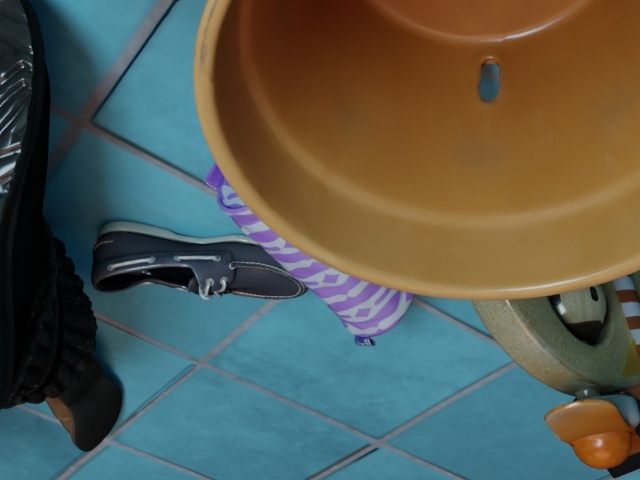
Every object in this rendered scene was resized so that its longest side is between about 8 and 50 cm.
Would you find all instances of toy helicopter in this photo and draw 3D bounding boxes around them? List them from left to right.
[{"bbox_3d":[0.243,0.096,0.714,0.355,0.235,0.140,36,132,-21],"label":"toy helicopter"}]

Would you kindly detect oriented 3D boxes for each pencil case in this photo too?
[{"bbox_3d":[0.000,0.000,0.784,0.088,0.086,0.206,7,148,47],"label":"pencil case"}]

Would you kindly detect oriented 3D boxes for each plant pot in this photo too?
[{"bbox_3d":[0.090,-0.134,0.515,0.290,0.203,0.291,5,140,4],"label":"plant pot"}]

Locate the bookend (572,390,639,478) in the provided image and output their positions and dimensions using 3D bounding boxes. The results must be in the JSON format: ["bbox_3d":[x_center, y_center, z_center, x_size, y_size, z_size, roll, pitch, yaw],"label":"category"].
[{"bbox_3d":[0.346,0.193,0.893,0.157,0.072,0.156,54,131,6],"label":"bookend"}]

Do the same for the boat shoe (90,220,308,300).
[{"bbox_3d":[-0.110,0.035,0.852,0.206,0.065,0.075,10,140,-2],"label":"boat shoe"}]

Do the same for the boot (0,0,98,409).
[{"bbox_3d":[-0.262,-0.022,0.747,0.131,0.348,0.260,7,-178,2],"label":"boot"}]

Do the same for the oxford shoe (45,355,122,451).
[{"bbox_3d":[-0.281,0.170,1.053,0.076,0.076,0.212,29,148,22],"label":"oxford shoe"}]
